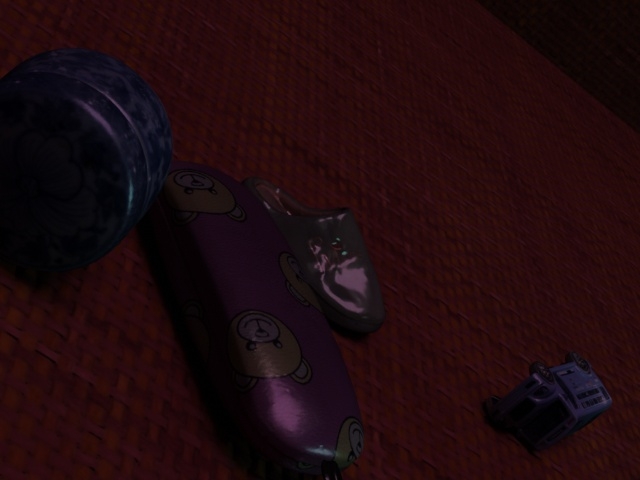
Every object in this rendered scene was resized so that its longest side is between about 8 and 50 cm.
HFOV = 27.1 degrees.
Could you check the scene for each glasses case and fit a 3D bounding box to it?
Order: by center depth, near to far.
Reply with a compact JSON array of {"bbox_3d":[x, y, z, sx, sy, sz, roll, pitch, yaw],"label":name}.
[{"bbox_3d":[-0.056,0.056,1.086,0.123,0.076,0.316,18,35,-44],"label":"glasses case"}]

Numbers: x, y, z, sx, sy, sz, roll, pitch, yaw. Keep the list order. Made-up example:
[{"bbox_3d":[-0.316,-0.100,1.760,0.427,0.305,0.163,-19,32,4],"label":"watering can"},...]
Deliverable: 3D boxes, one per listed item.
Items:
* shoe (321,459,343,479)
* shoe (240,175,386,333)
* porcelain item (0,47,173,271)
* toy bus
[{"bbox_3d":[0.004,0.233,0.928,0.062,0.053,0.159,75,5,-65],"label":"shoe"},{"bbox_3d":[0.000,0.000,1.264,0.195,0.078,0.079,45,23,11],"label":"shoe"},{"bbox_3d":[-0.192,-0.060,0.976,0.147,0.147,0.114,41,25,-6],"label":"porcelain item"},{"bbox_3d":[0.240,0.167,1.371,0.076,0.073,0.167,55,26,17],"label":"toy bus"}]
